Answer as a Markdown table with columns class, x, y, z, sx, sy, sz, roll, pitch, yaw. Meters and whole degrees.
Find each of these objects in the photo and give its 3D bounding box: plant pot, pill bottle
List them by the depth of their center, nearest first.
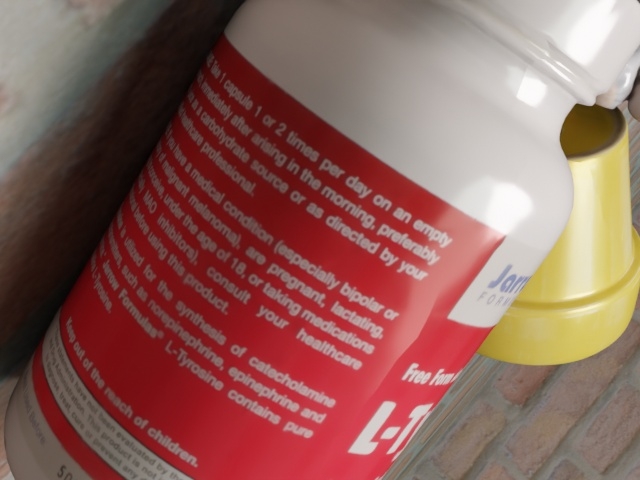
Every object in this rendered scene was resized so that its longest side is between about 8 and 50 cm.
| class | x | y | z | sx | sy | sz | roll | pitch | yaw |
| --- | --- | --- | --- | --- | --- | --- | --- | --- | --- |
| pill bottle | 0.000 | 0.000 | 0.532 | 0.408 | 0.229 | 0.229 | -56 | 159 | 15 |
| plant pot | 0.235 | -0.032 | 0.973 | 0.254 | 0.254 | 0.239 | -36 | 139 | -34 |

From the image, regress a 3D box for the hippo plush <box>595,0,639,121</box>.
| class | x | y | z | sx | sy | sz | roll | pitch | yaw |
| --- | --- | --- | --- | --- | --- | --- | --- | --- | --- |
| hippo plush | 0.381 | -0.240 | 0.884 | 0.234 | 0.294 | 0.237 | -57 | 169 | -66 |
